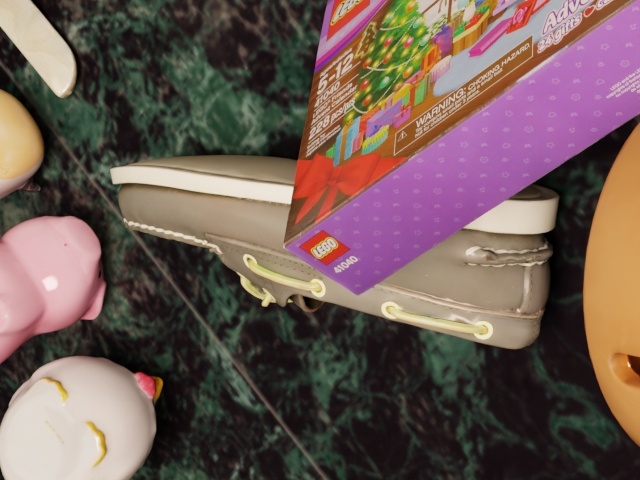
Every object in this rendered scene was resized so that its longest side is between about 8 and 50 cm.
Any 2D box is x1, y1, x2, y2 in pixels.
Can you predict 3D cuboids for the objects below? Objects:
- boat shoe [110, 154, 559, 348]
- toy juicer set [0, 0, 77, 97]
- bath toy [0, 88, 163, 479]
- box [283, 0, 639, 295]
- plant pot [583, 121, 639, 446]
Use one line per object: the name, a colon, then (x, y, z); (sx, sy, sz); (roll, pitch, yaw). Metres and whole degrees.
boat shoe: (-0.003, 0.001, 1.045); (0.305, 0.109, 0.091); (8, 102, 32)
toy juicer set: (-0.226, -0.279, 1.154); (0.209, 0.089, 0.329); (31, 120, 27)
bath toy: (-0.216, 0.020, 1.208); (0.151, 0.129, 0.348); (-36, 79, 19)
box: (0.105, -0.121, 0.878); (0.057, 0.201, 0.293); (34, 132, -25)
plant pot: (0.255, 0.027, 0.762); (0.203, 0.291, 0.290); (9, 108, 53)
